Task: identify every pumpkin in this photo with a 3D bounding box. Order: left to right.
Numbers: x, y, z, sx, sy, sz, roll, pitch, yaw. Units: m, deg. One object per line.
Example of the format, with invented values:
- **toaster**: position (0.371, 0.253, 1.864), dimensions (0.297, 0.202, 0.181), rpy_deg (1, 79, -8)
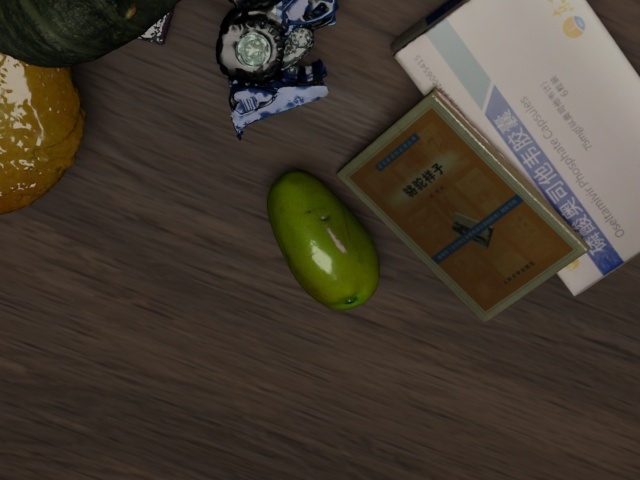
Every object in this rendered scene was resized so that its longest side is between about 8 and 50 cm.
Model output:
- **pumpkin**: position (-0.226, -0.331, 1.479), dimensions (0.291, 0.328, 0.257), rpy_deg (-2, 128, 39)

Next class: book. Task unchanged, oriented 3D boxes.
- **book**: position (0.153, -0.033, 1.671), dimensions (0.241, 0.018, 0.170), rpy_deg (44, 129, -8)

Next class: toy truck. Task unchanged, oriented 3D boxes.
- **toy truck**: position (-0.046, -0.215, 1.613), dimensions (0.126, 0.113, 0.208), rpy_deg (4, 109, -2)

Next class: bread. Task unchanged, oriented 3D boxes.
- **bread**: position (-0.363, -0.143, 1.628), dimensions (0.240, 0.139, 0.240), rpy_deg (0, 108, 1)

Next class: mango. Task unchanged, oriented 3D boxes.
- **mango**: position (-0.001, 0.003, 1.679), dimensions (0.089, 0.117, 0.163), rpy_deg (-35, 102, 25)

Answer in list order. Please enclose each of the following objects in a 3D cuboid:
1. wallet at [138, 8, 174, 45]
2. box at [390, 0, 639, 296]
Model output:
- **wallet**: position (-0.231, -0.282, 1.638), dimensions (0.166, 0.030, 0.111), rpy_deg (16, 99, -5)
- **box**: position (0.254, -0.129, 1.656), dimensions (0.200, 0.065, 0.343), rpy_deg (-35, 104, 12)
